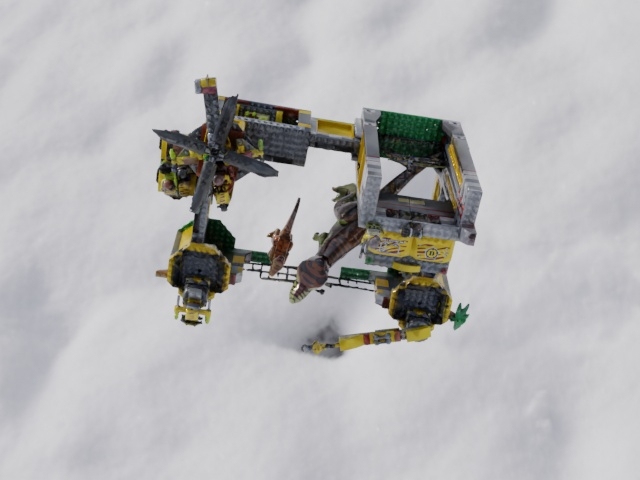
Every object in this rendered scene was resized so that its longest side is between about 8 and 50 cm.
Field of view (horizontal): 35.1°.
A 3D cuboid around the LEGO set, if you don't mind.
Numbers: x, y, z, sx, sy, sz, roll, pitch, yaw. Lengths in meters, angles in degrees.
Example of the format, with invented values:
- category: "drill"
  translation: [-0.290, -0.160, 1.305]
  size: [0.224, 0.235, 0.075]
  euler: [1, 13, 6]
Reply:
- category: "LEGO set"
  translation: [0.000, 0.000, 0.910]
  size: [0.332, 0.254, 0.192]
  euler: [16, 26, -7]
